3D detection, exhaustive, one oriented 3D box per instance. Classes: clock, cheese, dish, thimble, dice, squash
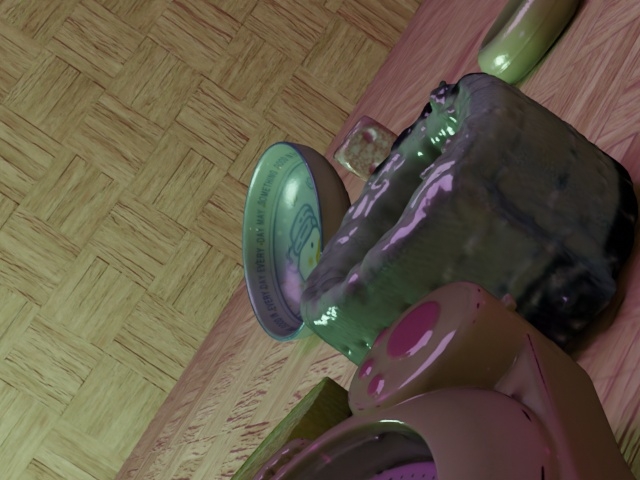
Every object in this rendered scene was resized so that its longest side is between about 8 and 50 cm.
[{"bbox_3d":[0.010,0.192,0.503,0.309,0.114,0.284,-46,19,18],"label":"clock"},{"bbox_3d":[0.226,-0.227,1.383,0.227,0.064,0.137,-54,5,21],"label":"cheese"},{"bbox_3d":[0.000,0.000,1.577,0.273,0.134,0.273,179,90,-65],"label":"dish"},{"bbox_3d":[0.100,0.005,0.780,0.237,0.150,0.237,-54,8,11],"label":"thimble"},{"bbox_3d":[0.081,-0.146,1.873,0.091,0.094,0.093,-56,5,2],"label":"dice"},{"bbox_3d":[-0.058,0.234,1.076,0.252,0.049,0.252,-51,-2,-3],"label":"squash"}]
